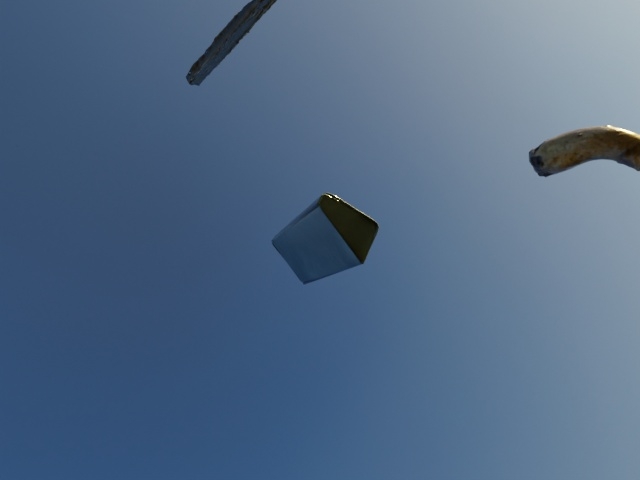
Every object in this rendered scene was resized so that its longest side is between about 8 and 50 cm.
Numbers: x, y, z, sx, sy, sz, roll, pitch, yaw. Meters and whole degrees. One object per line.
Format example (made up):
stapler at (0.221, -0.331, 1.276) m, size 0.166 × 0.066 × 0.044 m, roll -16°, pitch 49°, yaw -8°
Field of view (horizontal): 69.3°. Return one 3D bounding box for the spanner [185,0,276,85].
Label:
spanner at (-0.081, -0.301, 0.602) m, size 0.093 × 0.325 × 0.026 m, roll -27°, pitch -90°, yaw -52°

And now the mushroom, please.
mushroom at (0.422, -0.070, 0.545) m, size 0.208 × 0.302 × 0.233 m, roll -55°, pitch -14°, yaw -42°

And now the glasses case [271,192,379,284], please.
glasses case at (0.000, 0.000, 0.721) m, size 0.056 × 0.266 × 0.105 m, roll -37°, pitch -87°, yaw -22°
